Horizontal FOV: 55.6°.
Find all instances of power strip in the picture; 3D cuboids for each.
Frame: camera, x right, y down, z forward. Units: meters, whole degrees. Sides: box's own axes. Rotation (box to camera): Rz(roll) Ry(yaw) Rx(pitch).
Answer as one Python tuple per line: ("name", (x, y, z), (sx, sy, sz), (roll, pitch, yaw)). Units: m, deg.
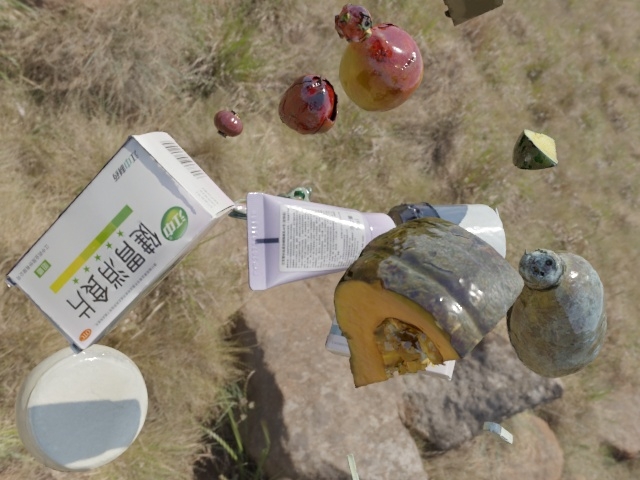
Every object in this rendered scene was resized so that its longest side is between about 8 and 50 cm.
("power strip", (0.515, 0.560, 1.759), (0.191, 0.048, 0.030), (42, 54, -48))

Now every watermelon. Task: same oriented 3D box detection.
("watermelon", (0.473, -0.194, 1.365), (0.092, 0.075, 0.181), (32, 30, 0))

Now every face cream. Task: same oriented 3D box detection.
("face cream", (0.000, 0.000, 1.012), (0.274, 0.096, 0.154), (-1, 92, -35))

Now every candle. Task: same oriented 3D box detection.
("candle", (0.331, 0.013, 1.533), (0.343, 0.221, 0.221), (-1, 61, -19))

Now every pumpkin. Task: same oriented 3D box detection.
("pumpkin", (0.080, 0.060, 0.614), (0.126, 0.248, 0.131), (45, 60, 3))

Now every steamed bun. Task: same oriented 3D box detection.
("steamed bun", (-0.546, 0.375, 1.385), (0.283, 0.177, 0.282), (6, 81, -37))

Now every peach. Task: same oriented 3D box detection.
("peach", (0.164, -0.469, 1.652), (0.231, 0.231, 0.230), (27, 46, -32))

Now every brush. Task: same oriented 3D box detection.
("brush", (0.083, 0.584, 1.542), (0.016, 0.013, 0.083), (-13, 86, -9))

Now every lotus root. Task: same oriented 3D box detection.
("lotus root", (0.409, 0.125, 1.046), (0.349, 0.175, 0.174), (65, 20, -52))

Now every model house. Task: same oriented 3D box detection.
("model house", (0.293, -0.596, 1.197), (0.181, 0.176, 0.248), (38, 38, -61))

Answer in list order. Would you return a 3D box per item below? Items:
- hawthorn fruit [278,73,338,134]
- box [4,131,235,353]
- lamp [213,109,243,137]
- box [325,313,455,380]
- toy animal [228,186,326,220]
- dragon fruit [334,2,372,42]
("hawthorn fruit", (-0.022, -0.343, 1.499), (0.148, 0.172, 0.148), (12, 44, -12))
("box", (-0.317, 0.002, 0.976), (0.173, 0.333, 0.145), (46, 12, -2))
("lamp", (-0.299, -0.378, 1.970), (0.101, 0.090, 0.101), (35, 4, -3))
("box", (0.198, 0.235, 1.622), (0.065, 0.344, 0.200), (45, 58, -58))
("toy animal", (-0.097, -0.056, 1.435), (0.236, 0.138, 0.108), (-22, 54, -41))
("dragon fruit", (0.076, -0.483, 1.350), (0.086, 0.081, 0.116), (42, -1, -18))
